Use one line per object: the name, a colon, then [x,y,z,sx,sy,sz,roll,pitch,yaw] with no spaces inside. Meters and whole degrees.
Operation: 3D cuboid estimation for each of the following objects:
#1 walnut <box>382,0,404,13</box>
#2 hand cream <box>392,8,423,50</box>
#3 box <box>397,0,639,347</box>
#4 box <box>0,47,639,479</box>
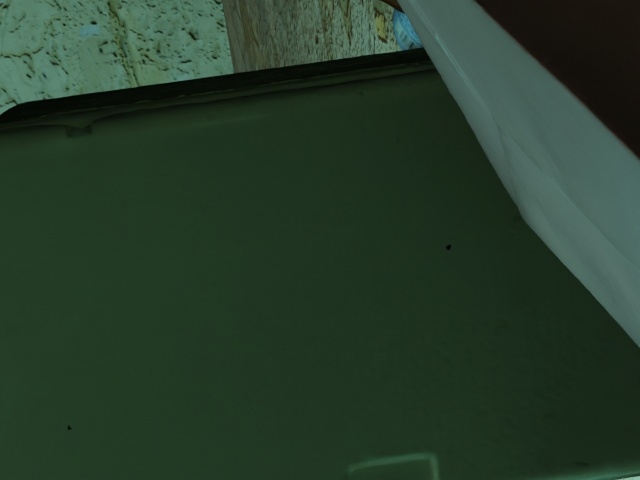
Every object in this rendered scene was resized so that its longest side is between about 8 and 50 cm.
walnut: [0.068,-0.178,0.884,0.155,0.155,0.184,91,169,-52]
hand cream: [0.086,-0.146,1.103,0.271,0.091,0.058,133,159,-84]
box: [0.109,-0.035,0.556,0.215,0.086,0.215,52,178,44]
box: [0.000,0.000,0.887,0.344,0.352,0.177,-128,29,-79]
